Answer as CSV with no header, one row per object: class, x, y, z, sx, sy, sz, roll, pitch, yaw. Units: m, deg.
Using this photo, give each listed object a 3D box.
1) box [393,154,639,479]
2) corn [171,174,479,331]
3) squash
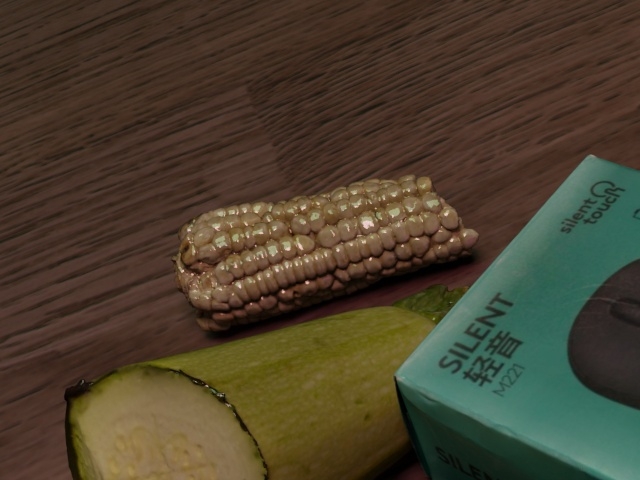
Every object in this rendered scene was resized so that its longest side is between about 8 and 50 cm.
box,0.218,0.091,0.698,0.311,0.118,0.205,23,56,40
corn,0.000,0.000,0.925,0.210,0.087,0.087,-17,40,3
squash,0.009,0.099,0.774,0.287,0.137,0.137,-17,34,-31
